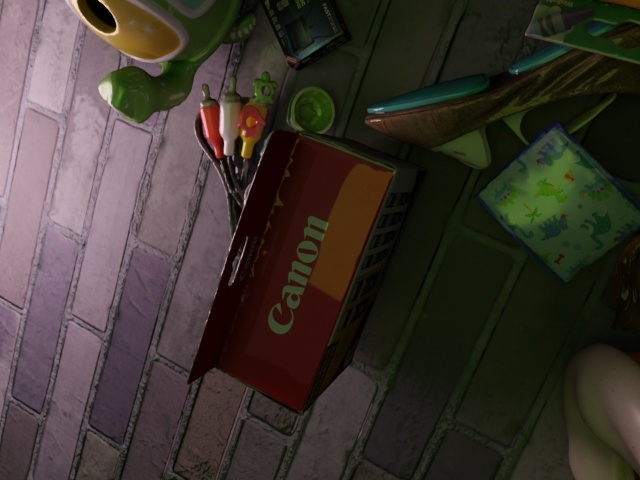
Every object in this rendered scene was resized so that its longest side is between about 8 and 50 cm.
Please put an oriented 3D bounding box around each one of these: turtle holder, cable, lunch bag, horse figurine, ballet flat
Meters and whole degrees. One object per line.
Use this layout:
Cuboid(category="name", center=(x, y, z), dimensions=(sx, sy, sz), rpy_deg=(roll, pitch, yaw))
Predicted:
Cuboid(category="turtle holder", center=(-0.246, -0.347, 0.757), dimensions=(0.243, 0.227, 0.320), rpy_deg=(37, 111, 19))
Cuboid(category="cable", center=(-0.139, -0.098, 0.846), dimensions=(0.140, 0.072, 0.287), rpy_deg=(4, 98, 24))
Cuboid(category="lunch bag", center=(0.280, -0.047, 0.664), dimensions=(0.151, 0.096, 0.129), rpy_deg=(40, 111, -11))
Cuboid(category="horse figurine", center=(0.428, 0.011, 0.589), dimensions=(0.263, 0.066, 0.174), rpy_deg=(-21, 65, 16))
Cuboid(category="ballet flat", center=(0.228, -0.161, 0.684), dimensions=(0.343, 0.116, 0.124), rpy_deg=(-17, 110, 19))

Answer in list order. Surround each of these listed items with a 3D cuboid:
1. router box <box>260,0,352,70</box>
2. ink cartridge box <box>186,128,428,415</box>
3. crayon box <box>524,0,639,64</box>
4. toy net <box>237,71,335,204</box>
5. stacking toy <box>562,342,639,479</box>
Cuboid(category="router box", center=(-0.023, -0.317, 0.784), dimensions=(0.092, 0.038, 0.122), rpy_deg=(-25, 89, 23))
Cuboid(category="ink cartridge box", center=(-0.003, 0.034, 0.685), dimensions=(0.130, 0.272, 0.309), rpy_deg=(24, 104, 16))
Cuboid(category="crayon box", center=(0.362, -0.340, 0.549), dimensions=(0.203, 0.083, 0.322), rpy_deg=(22, 87, 17))
Cuboid(category="toy net", center=(-0.065, -0.112, 0.787), dimensions=(0.045, 0.122, 0.232), rpy_deg=(20, 94, 61))
Cuboid(category="stacking toy", center=(0.529, 0.219, 0.552), dimensions=(0.480, 0.350, 0.350), rpy_deg=(-17, 92, 5))
